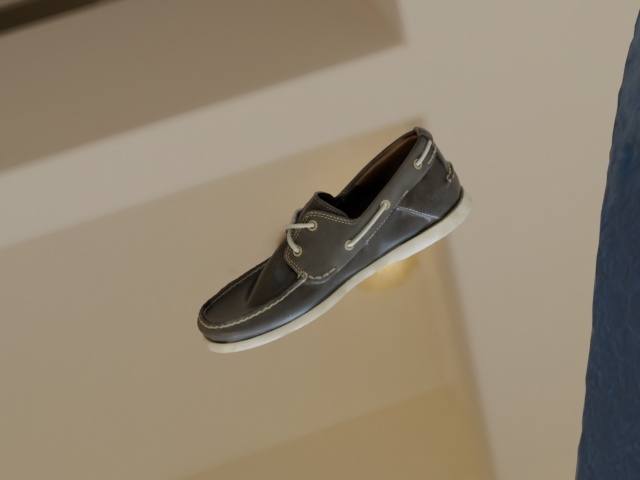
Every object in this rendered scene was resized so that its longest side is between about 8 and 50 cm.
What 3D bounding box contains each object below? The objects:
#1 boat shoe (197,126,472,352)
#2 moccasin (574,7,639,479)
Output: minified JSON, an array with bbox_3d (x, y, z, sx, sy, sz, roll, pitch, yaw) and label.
[{"bbox_3d":[0.000,0.000,1.175,0.079,0.233,0.084,59,-5,-30],"label":"boat shoe"},{"bbox_3d":[0.148,0.008,0.430,0.137,0.116,0.342,-155,-102,-67],"label":"moccasin"}]
